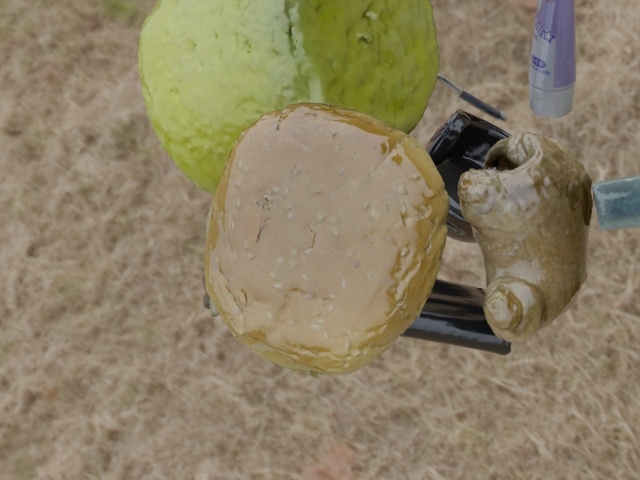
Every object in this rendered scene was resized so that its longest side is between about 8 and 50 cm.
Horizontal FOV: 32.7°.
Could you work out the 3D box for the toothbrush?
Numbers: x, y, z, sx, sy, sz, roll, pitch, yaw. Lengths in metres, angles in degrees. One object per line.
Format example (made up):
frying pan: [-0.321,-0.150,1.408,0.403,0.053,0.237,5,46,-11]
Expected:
toothbrush: [0.250,-0.249,1.889,0.026,0.288,0.024,-38,59,25]

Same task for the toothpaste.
toothpaste: [0.389,-0.382,1.790,0.080,0.371,0.125,-1,35,4]

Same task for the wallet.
wallet: [0.044,0.079,1.483,0.228,0.406,0.062,-115,34,-76]

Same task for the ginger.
ginger: [0.251,0.005,1.358,0.130,0.276,0.221,10,60,47]

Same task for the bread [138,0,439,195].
bread: [-0.028,-0.235,1.418,0.308,0.348,0.348,-15,54,45]

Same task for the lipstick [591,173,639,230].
lipstick: [0.476,-0.061,1.385,0.289,0.077,0.076,-6,97,56]

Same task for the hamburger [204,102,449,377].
hamburger: [0.001,-0.001,1.159,0.259,0.144,0.283,14,103,12]

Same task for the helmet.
helmet: [0.245,-0.097,1.717,0.189,0.193,0.216,32,57,2]
